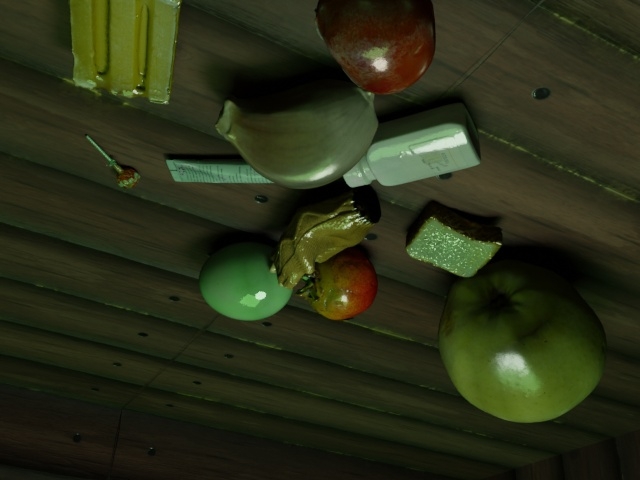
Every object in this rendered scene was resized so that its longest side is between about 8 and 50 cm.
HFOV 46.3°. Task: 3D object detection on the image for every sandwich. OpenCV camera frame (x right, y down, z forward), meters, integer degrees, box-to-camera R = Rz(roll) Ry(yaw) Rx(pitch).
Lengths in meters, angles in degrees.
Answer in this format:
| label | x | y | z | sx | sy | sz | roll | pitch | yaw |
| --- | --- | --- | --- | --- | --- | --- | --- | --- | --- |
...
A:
| label | x | y | z | sx | sy | sz | roll | pitch | yaw |
| --- | --- | --- | --- | --- | --- | --- | --- | --- | --- |
| sandwich | 0.344 | 0.001 | 1.962 | 0.215 | 0.065 | 0.186 | 22 | 138 | -10 |

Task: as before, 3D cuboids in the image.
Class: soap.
| label | x | y | z | sx | sy | sz | roll | pitch | yaw |
| --- | --- | --- | --- | --- | --- | --- | --- | --- | --- |
| soap | -0.362 | -0.401 | 1.400 | 0.199 | 0.091 | 0.315 | 8 | 147 | -10 |

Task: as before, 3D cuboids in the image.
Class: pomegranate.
| label | x | y | z | sx | sy | sz | roll | pitch | yaw |
| --- | --- | --- | --- | --- | --- | --- | --- | --- | --- |
| pomegranate | 0.046 | 0.119 | 2.085 | 0.235 | 0.210 | 0.210 | 4 | 150 | -27 |

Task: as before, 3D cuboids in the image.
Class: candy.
| label | x | y | z | sx | sy | sz | roll | pitch | yaw |
| --- | --- | --- | --- | --- | --- | --- | --- | --- | --- |
| candy | -0.504 | -0.191 | 1.803 | 0.055 | 0.049 | 0.184 | -35 | 133 | 3 |

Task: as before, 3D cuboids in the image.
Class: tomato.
| label | x | y | z | sx | sy | sz | roll | pitch | yaw |
| --- | --- | --- | --- | --- | --- | --- | --- | --- | --- |
| tomato | 0.105 | -0.369 | 1.297 | 0.188 | 0.232 | 0.232 | -37 | 134 | 17 |

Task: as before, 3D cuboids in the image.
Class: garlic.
| label | x | y | z | sx | sy | sz | roll | pitch | yaw |
| --- | --- | --- | --- | --- | --- | --- | --- | --- | --- |
| garlic | -0.022 | -0.242 | 1.585 | 0.340 | 0.231 | 0.246 | -22 | 98 | 10 |

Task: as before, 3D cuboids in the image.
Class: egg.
| label | x | y | z | sx | sy | sz | roll | pitch | yaw |
| --- | --- | --- | --- | --- | --- | --- | --- | --- | --- |
| egg | -0.206 | 0.112 | 2.080 | 0.270 | 0.220 | 0.220 | 3 | 149 | 12 |

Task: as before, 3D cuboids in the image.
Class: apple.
| label | x | y | z | sx | sy | sz | roll | pitch | yaw |
| --- | --- | --- | --- | --- | --- | --- | --- | --- | --- |
| apple | 0.546 | 0.276 | 2.083 | 0.474 | 0.473 | 0.473 | 2 | 148 | 1 |

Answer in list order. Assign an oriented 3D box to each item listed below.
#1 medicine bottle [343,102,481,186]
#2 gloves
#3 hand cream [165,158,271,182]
| label | x | y | z | sx | sy | sz | roll | pitch | yaw |
| --- | --- | --- | --- | --- | --- | --- | --- | --- | --- |
| medicine bottle | 0.193 | -0.200 | 1.655 | 0.296 | 0.111 | 0.161 | -14 | 143 | 23 |
| gloves | -0.003 | -0.017 | 1.907 | 0.356 | 0.155 | 0.203 | -41 | 168 | 23 |
| hand cream | -0.202 | -0.164 | 1.791 | 0.331 | 0.058 | 0.085 | -1 | 150 | 7 |
